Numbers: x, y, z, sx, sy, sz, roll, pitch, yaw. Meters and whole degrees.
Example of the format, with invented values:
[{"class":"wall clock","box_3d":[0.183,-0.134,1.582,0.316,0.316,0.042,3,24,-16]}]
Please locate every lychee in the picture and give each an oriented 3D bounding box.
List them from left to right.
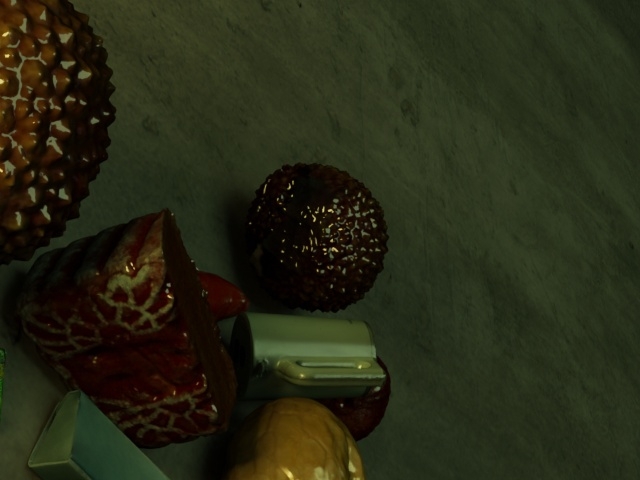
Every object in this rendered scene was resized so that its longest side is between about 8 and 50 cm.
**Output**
[{"class":"lychee","box_3d":[-0.299,-0.094,1.312,0.267,0.267,0.267,37,42,-44]},{"class":"lychee","box_3d":[0.000,0.000,1.848,0.188,0.188,0.188,37,42,-44]}]

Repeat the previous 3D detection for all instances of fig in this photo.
[{"class":"fig","box_3d":[0.032,0.192,1.859,0.153,0.119,0.119,67,16,-63]}]

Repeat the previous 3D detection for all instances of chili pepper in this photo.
[{"class":"chili pepper","box_3d":[-0.141,0.069,1.671,0.272,0.063,0.071,-12,93,-71]}]

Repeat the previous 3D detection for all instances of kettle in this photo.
[{"class":"kettle","box_3d":[-0.016,0.127,1.720,0.148,0.127,0.098,3,69,-17]}]

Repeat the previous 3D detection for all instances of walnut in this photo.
[{"class":"walnut","box_3d":[-0.029,0.264,1.650,0.159,0.159,0.207,37,42,-44]}]

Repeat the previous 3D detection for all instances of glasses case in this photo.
[{"class":"glasses case","box_3d":[-0.175,0.267,1.510,0.266,0.056,0.105,51,19,-30]}]

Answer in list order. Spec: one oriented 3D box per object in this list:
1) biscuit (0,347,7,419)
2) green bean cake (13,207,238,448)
[{"class":"biscuit","box_3d":[-0.303,0.127,1.410,0.046,0.016,0.089,34,44,-46]},{"class":"green bean cake","box_3d":[-0.165,0.095,1.485,0.233,0.198,0.097,57,33,-30]}]
